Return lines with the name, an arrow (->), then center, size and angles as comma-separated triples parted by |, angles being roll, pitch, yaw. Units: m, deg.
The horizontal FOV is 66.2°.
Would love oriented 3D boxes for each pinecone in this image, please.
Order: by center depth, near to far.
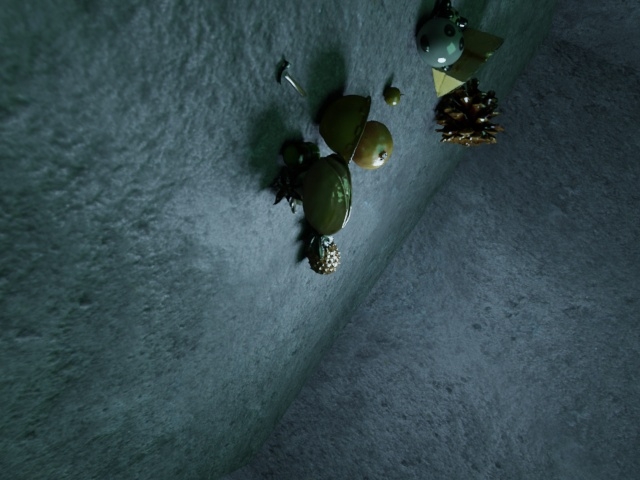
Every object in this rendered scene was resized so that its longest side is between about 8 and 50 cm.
pinecone -> 0.788, -0.679, 2.599 | 0.384, 0.384, 0.385 | -45, 157, -25

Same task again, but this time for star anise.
star anise -> -0.118, -0.191, 1.688 | 0.124, 0.056, 0.129 | -8, 98, -19

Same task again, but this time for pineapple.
pineapple -> -0.003, 0.002, 2.157 | 0.165, 0.165, 0.365 | -46, 148, -24

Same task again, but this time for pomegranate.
pomegranate -> 0.200, -0.377, 1.951 | 0.191, 0.191, 0.191 | -45, 157, -25

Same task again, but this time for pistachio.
pistachio -> 0.023, -0.152, 1.670 | 0.162, 0.181, 0.293 | -28, 134, -47

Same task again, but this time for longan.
longan -> 0.301, -0.587, 2.001 | 0.075, 0.083, 0.075 | -2, 90, -86

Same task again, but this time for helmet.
helmet -> 0.069, -0.397, 1.694 | 0.205, 0.140, 0.257 | -105, -143, -70

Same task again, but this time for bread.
bread -> 0.702, -0.810, 2.361 | 0.346, 0.242, 0.405 | -51, 155, -5

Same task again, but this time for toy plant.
toy plant -> -0.056, -0.287, 1.657 | 0.162, 0.092, 0.093 | -18, 138, -58

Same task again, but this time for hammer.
hammer -> -0.080, -0.461, 1.450 | 0.062, 0.017, 0.182 | -57, 160, 4

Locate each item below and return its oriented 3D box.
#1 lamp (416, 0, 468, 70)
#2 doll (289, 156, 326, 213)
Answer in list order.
lamp -> 0.483, -0.807, 1.941 | 0.198, 0.197, 0.244 | 53, 57, -68
doll -> -0.031, -0.215, 1.811 | 0.275, 0.113, 0.155 | -40, 158, -19
